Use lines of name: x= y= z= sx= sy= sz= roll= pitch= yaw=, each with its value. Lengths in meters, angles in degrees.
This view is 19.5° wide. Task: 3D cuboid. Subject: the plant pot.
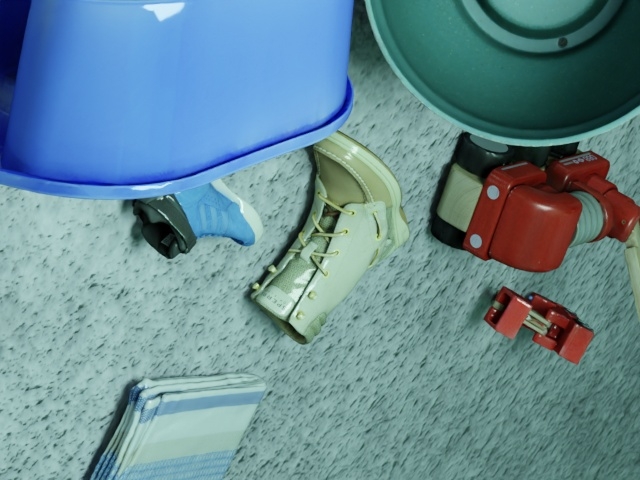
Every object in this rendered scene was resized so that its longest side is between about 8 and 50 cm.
plant pot: x=0.193 y=-0.241 z=1.638 sx=0.293 sy=0.293 sz=0.196 roll=-65 pitch=177 yaw=13

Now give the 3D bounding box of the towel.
towel: x=-0.168 y=0.250 z=1.785 sx=0.209 sy=0.034 sz=0.285 roll=1 pitch=120 yaw=-59

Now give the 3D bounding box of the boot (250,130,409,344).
boot: x=0.000 y=0.000 z=1.750 sx=0.165 sy=0.077 sz=0.213 roll=-48 pitch=153 yaw=-12

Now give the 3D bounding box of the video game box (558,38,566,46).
video game box: x=0.286 y=-0.213 z=1.841 sx=0.187 sy=0.048 sz=0.205 roll=-39 pitch=-164 yaw=41

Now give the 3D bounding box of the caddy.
caddy: x=-0.124 y=-0.131 z=1.268 sx=0.341 sy=0.241 sz=0.179 roll=-23 pitch=132 yaw=-44

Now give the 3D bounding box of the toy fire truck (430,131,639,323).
toy fire truck: x=0.266 y=-0.002 z=1.971 sx=0.217 sy=0.246 sz=0.158 roll=-15 pitch=130 yaw=-50

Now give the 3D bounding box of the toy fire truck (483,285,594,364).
toy fire truck: x=0.249 y=0.091 z=2.191 sx=0.047 sy=0.135 sz=0.192 roll=-61 pitch=-170 yaw=7

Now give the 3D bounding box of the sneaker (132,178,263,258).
sneaker: x=-0.108 y=-0.016 z=1.583 sx=0.084 sy=0.058 sz=0.152 roll=-56 pitch=147 yaw=-13
